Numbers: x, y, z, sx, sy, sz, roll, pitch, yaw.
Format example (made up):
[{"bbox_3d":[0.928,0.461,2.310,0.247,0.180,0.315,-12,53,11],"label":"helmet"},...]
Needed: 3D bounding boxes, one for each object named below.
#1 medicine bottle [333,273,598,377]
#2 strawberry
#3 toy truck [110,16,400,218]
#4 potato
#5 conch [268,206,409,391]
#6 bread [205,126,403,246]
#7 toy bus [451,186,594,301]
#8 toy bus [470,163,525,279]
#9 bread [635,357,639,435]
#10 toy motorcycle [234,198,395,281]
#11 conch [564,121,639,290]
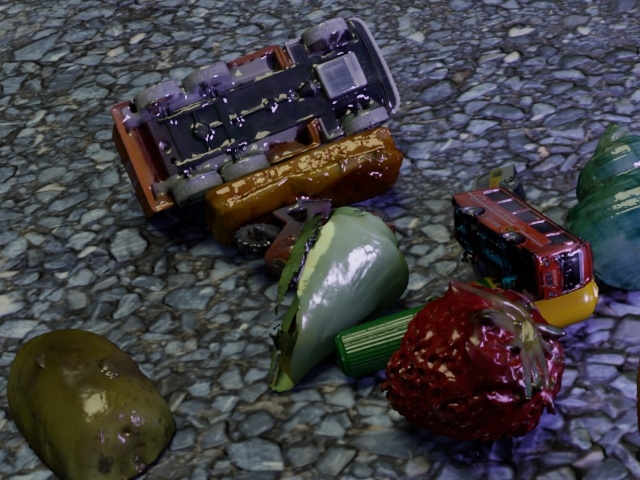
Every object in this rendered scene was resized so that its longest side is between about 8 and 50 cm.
[{"bbox_3d":[0.167,0.094,1.853,0.309,0.076,0.111,-17,23,-5],"label":"medicine bottle"},{"bbox_3d":[0.158,0.141,1.708,0.201,0.184,0.187,-31,27,30],"label":"strawberry"},{"bbox_3d":[-0.097,-0.167,2.248,0.388,0.173,0.207,-22,-4,-15],"label":"toy truck"},{"bbox_3d":[-0.280,0.172,1.863,0.160,0.111,0.272,-28,34,-19],"label":"potato"},{"bbox_3d":[0.008,0.051,1.904,0.137,0.143,0.251,46,49,10],"label":"conch"},{"bbox_3d":[-0.022,-0.072,2.137,0.271,0.139,0.077,-19,75,-12],"label":"bread"},{"bbox_3d":[0.227,0.001,1.843,0.096,0.073,0.235,-16,24,-17],"label":"toy bus"},{"bbox_3d":[0.228,-0.022,2.030,0.075,0.064,0.190,-17,29,17],"label":"toy bus"},{"bbox_3d":[0.455,0.133,1.418,0.337,0.358,0.204,-2,29,13],"label":"bread"},{"bbox_3d":[0.000,0.000,2.062,0.213,0.084,0.118,-11,28,-20],"label":"toy motorcycle"},{"bbox_3d":[0.380,-0.049,1.926,0.196,0.134,0.202,10,35,-33],"label":"conch"}]
